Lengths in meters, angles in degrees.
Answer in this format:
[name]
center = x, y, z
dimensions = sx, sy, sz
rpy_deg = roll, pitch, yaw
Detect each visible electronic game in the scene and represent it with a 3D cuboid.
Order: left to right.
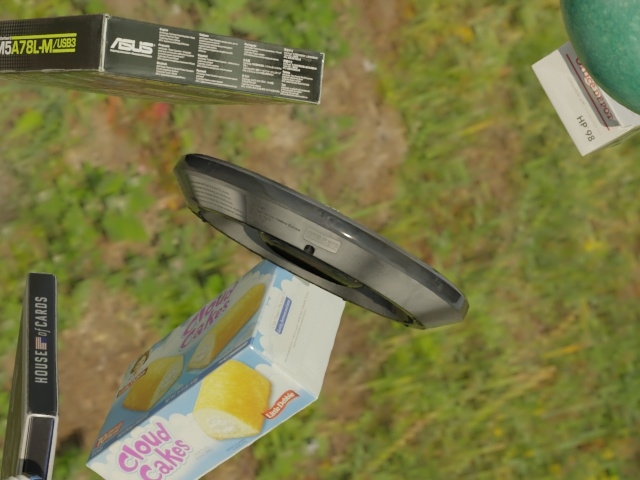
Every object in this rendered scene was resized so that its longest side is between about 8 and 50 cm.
[electronic game]
center = 0.000, 0.000, 1.199
dimensions = 0.229, 0.229, 0.048
rpy_deg = 33, 82, -45

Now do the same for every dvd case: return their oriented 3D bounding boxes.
[dvd case]
center = -0.239, 0.173, 1.393
dimensions = 0.029, 0.239, 0.179
rpy_deg = 5, 34, -13

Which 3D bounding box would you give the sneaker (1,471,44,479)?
[sneaker]
center = -0.235, 0.274, 1.235
dimensions = 0.081, 0.080, 0.211
rpy_deg = -7, 97, -33

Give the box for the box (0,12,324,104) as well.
[box]
center = -0.127, -0.126, 1.220
dimensions = 0.190, 0.184, 0.045
rpy_deg = 5, 88, -40

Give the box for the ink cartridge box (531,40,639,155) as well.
[ink cartridge box]
center = 0.267, -0.144, 1.670
dimensions = 0.104, 0.060, 0.180
rpy_deg = 61, 23, 5

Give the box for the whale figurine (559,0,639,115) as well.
[whale figurine]
center = 0.233, -0.119, 1.003
dimensions = 0.272, 0.141, 0.216
rpy_deg = 36, 27, -54

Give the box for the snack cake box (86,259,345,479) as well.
[snack cake box]
center = -0.101, 0.136, 1.674
dimensions = 0.089, 0.264, 0.152
rpy_deg = 39, 38, -19
